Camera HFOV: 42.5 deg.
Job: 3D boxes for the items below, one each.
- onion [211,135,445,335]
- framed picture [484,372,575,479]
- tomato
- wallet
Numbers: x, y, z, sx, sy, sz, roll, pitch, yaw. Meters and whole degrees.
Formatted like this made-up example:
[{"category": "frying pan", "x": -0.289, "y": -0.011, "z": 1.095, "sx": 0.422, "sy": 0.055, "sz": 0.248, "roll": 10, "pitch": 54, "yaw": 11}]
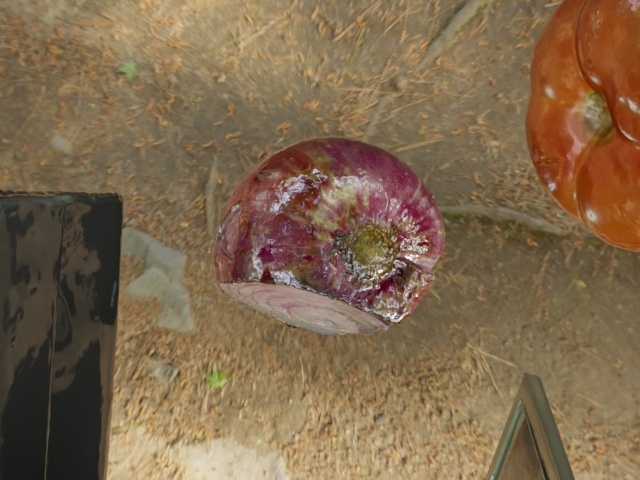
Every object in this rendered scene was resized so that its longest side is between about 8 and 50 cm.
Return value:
[{"category": "onion", "x": 0.012, "y": -0.012, "z": 0.994, "sx": 0.256, "sy": 0.272, "sz": 0.230, "roll": 31, "pitch": 75, "yaw": -41}, {"category": "framed picture", "x": 0.249, "y": 0.452, "z": 1.117, "sx": 0.028, "sy": 0.326, "sz": 0.446, "roll": 12, "pitch": 114, "yaw": -3}, {"category": "tomato", "x": 0.297, "y": -0.118, "z": 0.726, "sx": 0.180, "sy": 0.260, "sz": 0.259, "roll": -11, "pitch": 99, "yaw": -21}, {"category": "wallet", "x": -0.227, "y": 0.162, "z": 0.653, "sx": 0.062, "sy": 0.228, "sz": 0.405, "roll": 5, "pitch": 94, "yaw": 9}]
